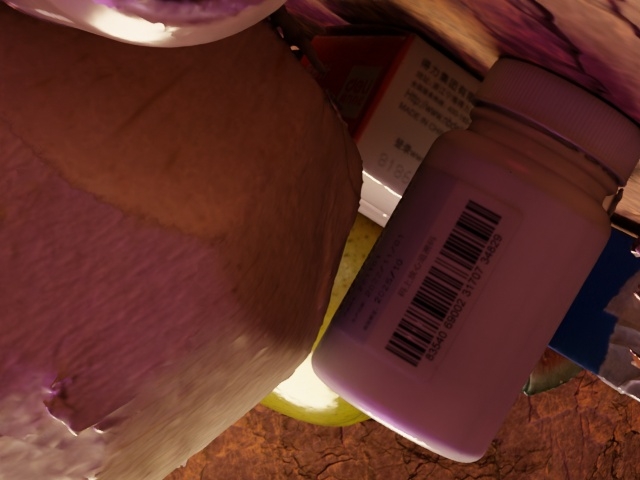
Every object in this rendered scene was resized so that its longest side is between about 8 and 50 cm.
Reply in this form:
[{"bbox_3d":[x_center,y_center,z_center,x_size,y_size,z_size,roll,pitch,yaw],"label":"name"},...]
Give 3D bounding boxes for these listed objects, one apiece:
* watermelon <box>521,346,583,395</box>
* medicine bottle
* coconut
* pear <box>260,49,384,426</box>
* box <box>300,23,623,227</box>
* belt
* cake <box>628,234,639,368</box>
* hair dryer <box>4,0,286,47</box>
[{"bbox_3d":[0.204,0.045,1.243,0.136,0.207,0.202,-3,140,40],"label":"watermelon"},{"bbox_3d":[0.081,0.010,0.633,0.103,0.187,0.103,29,-179,-1],"label":"medicine bottle"},{"bbox_3d":[-0.180,-0.016,0.625,0.346,0.360,0.346,51,176,4],"label":"coconut"},{"bbox_3d":[0.000,0.000,0.964,0.294,0.294,0.294,30,-179,-1],"label":"pear"},{"bbox_3d":[0.074,-0.051,0.772,0.182,0.099,0.133,31,175,-24],"label":"box"},{"bbox_3d":[0.274,0.072,1.005,0.212,0.117,0.347,28,-176,-44],"label":"belt"},{"bbox_3d":[0.282,0.069,0.675,0.287,0.098,0.135,25,-176,-24],"label":"cake"},{"bbox_3d":[-0.155,-0.183,0.345,0.344,0.107,0.189,37,178,-27],"label":"hair dryer"}]
